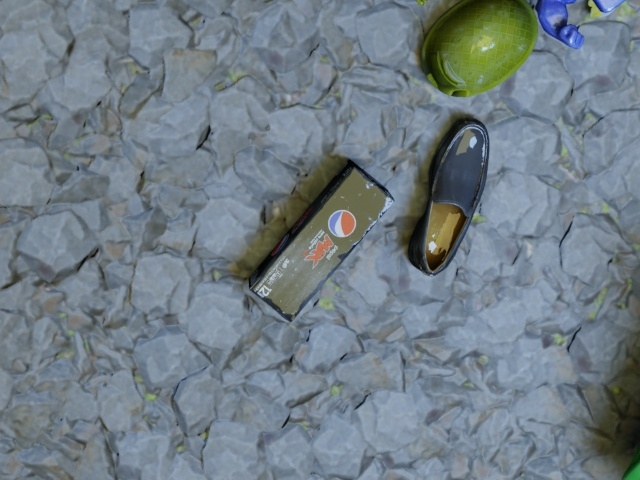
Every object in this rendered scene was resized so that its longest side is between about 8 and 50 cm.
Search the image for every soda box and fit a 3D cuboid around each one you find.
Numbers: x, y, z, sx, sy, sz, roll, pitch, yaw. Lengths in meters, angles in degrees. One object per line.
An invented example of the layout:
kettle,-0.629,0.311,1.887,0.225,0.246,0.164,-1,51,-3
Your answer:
soda box,0.000,0.000,1.652,0.060,0.053,0.169,39,97,-12

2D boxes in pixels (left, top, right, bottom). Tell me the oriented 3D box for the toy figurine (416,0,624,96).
toy figurine,0.246,-0.282,1.528,0.362,0.217,0.191,-32,103,2

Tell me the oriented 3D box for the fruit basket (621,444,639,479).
fruit basket,0.546,0.213,1.588,0.392,0.283,0.392,19,134,22

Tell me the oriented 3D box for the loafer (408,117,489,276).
loafer,0.139,-0.042,1.650,0.062,0.061,0.170,13,100,-7
